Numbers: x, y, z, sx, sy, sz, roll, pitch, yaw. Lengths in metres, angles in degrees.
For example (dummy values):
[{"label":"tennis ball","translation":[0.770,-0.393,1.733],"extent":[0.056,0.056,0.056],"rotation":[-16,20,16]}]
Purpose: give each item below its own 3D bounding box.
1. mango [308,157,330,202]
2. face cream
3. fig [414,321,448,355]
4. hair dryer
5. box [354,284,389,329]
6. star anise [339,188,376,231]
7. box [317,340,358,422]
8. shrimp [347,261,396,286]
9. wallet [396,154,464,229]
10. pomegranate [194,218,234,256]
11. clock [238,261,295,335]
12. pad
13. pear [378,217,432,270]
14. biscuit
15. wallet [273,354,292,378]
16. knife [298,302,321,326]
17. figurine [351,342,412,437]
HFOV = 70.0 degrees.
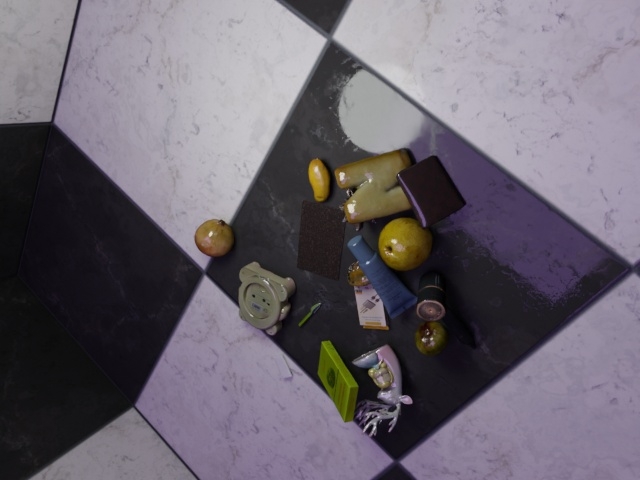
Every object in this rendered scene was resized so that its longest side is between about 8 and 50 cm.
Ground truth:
[{"label":"mango","translation":[-0.003,-0.248,1.896],"extent":[0.098,0.075,0.190],"rotation":[11,116,43]},{"label":"face cream","translation":[0.238,0.142,1.804],"extent":[0.136,0.086,0.385],"rotation":[-36,110,6]},{"label":"fig","translation":[0.437,0.386,1.807],"extent":[0.136,0.153,0.120],"rotation":[-42,91,2]},{"label":"hair dryer","translation":[0.499,0.292,1.765],"extent":[0.107,0.189,0.352],"rotation":[-30,112,31]},{"label":"box","translation":[0.218,0.271,1.959],"extent":[0.129,0.033,0.247],"rotation":[-4,103,30]},{"label":"star anise","translation":[0.170,-0.153,1.819],"extent":[0.231,0.089,0.209],"rotation":[-31,76,30]},{"label":"box","translation":[0.070,0.616,2.026],"extent":[0.335,0.047,0.187],"rotation":[-133,45,-59]},{"label":"shrimp","translation":[0.224,0.110,1.880],"extent":[0.262,0.066,0.117],"rotation":[-23,66,18]},{"label":"wallet","translation":[0.395,-0.179,1.661],"extent":[0.182,0.049,0.229],"rotation":[-29,90,-7]},{"label":"pomegranate","translation":[-0.508,-0.012,2.195],"extent":[0.191,0.191,0.191],"rotation":[9,110,27]},{"label":"clock","translation":[-0.273,0.284,2.203],"extent":[0.284,0.114,0.309],"rotation":[22,117,21]},{"label":"pad","translation":[0.000,0.000,2.014],"extent":[0.220,0.004,0.330],"rotation":[17,113,25]},{"label":"pear","translation":[0.315,0.017,1.725],"extent":[0.209,0.209,0.208],"rotation":[9,110,27]},{"label":"biscuit","translation":[0.214,-0.203,1.718],"extent":[0.291,0.062,0.236],"rotation":[-13,85,8]},{"label":"wallet","translation":[-0.190,0.636,2.313],"extent":[0.061,0.025,0.122],"rotation":[-21,94,35]},{"label":"knife","translation":[-0.054,0.347,2.146],"extent":[0.026,0.022,0.184],"rotation":[32,121,-12]},{"label":"figurine","translation":[0.236,0.643,1.948],"extent":[0.284,0.206,0.315],"rotation":[-26,76,-10]}]
